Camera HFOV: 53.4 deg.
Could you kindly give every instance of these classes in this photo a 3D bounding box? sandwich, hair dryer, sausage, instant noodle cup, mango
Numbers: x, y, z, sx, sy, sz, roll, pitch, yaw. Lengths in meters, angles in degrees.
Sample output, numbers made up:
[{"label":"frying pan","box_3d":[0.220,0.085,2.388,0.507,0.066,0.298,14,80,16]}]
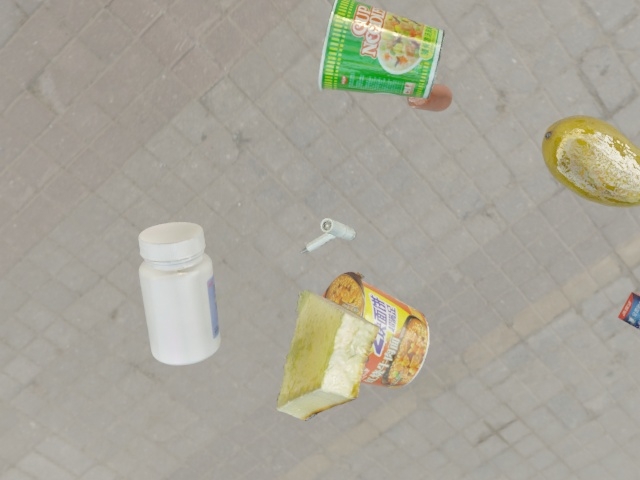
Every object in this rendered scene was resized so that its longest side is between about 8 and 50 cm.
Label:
[{"label":"sandwich","box_3d":[0.015,0.131,0.864,0.058,0.193,0.162,28,141,-22]},{"label":"hair dryer","box_3d":[-0.005,-0.001,1.852,0.183,0.044,0.155,-26,158,21]},{"label":"sausage","box_3d":[0.289,-0.379,1.679,0.194,0.077,0.077,-9,133,-54]},{"label":"instant noodle cup","box_3d":[0.096,0.185,1.225,0.174,0.213,0.213,22,114,-22]},{"label":"instant noodle cup","box_3d":[0.130,-0.391,1.335,0.232,0.207,0.207,12,117,3]},{"label":"mango","box_3d":[0.689,-0.181,1.556,0.331,0.142,0.195,32,73,-3]}]

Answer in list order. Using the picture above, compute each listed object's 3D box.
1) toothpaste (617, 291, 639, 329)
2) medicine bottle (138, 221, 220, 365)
[{"label":"toothpaste","box_3d":[0.880,0.197,1.617,0.320,0.066,0.076,14,106,-35]},{"label":"medicine bottle","box_3d":[-0.202,0.075,0.910,0.102,0.103,0.187,-4,110,-4]}]
